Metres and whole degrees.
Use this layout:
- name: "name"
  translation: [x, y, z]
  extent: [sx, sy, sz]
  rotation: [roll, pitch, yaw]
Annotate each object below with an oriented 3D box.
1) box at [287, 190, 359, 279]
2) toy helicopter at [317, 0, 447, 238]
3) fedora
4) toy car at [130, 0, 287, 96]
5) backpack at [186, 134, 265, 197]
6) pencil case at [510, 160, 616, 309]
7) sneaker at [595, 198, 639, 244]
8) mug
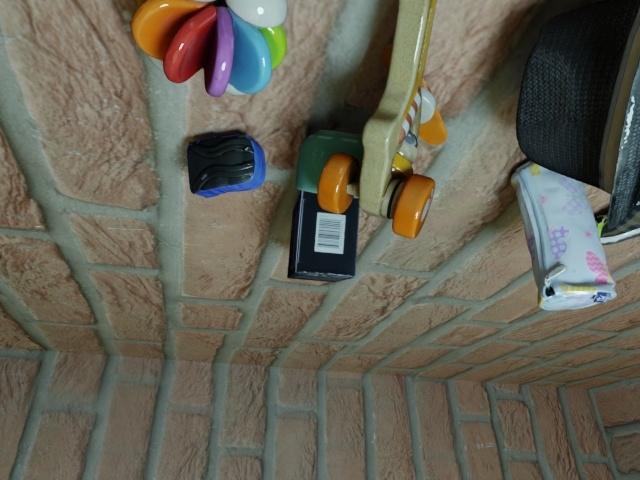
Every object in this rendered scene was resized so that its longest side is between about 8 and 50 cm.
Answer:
- name: "box"
  translation: [0.000, 0.000, 0.843]
  extent: [0.108, 0.153, 0.207]
  rotation: [5, 170, -8]
- name: "toy helicopter"
  translation: [0.115, -0.194, 0.565]
  extent: [0.140, 0.235, 0.354]
  rotation: [20, 130, 20]
- name: "fedora"
  translation: [0.346, -0.178, 0.552]
  extent: [0.153, 0.333, 0.334]
  rotation: [17, 163, 36]
- name: "toy car"
  translation: [-0.129, -0.236, 0.516]
  extent: [0.182, 0.136, 0.159]
  rotation: [13, 147, -21]
- name: "backpack"
  translation: [-0.153, -0.129, 0.745]
  extent: [0.120, 0.097, 0.101]
  rotation: [-9, 177, 16]
- name: "pencil case"
  translation: [0.419, -0.012, 0.770]
  extent: [0.124, 0.272, 0.113]
  rotation: [5, 156, -11]
- name: "sneaker"
  translation: [0.643, -0.061, 0.898]
  extent: [0.235, 0.084, 0.097]
  rotation: [-16, 110, 37]
- name: "mug"
  translation: [0.028, -0.130, 0.726]
  extent: [0.130, 0.097, 0.157]
  rotation: [6, -168, -2]
